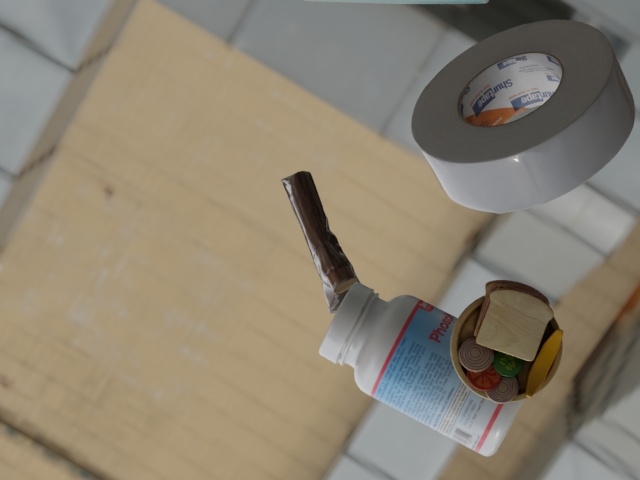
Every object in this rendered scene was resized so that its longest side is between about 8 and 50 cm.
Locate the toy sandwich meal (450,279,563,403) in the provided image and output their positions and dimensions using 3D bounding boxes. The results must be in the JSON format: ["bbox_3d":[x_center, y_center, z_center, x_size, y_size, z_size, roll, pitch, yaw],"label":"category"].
[{"bbox_3d":[0.129,0.071,1.199,0.085,0.086,0.029,32,-177,-1],"label":"toy sandwich meal"}]

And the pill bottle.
[{"bbox_3d":[0.084,0.097,1.384,0.160,0.087,0.087,27,-162,6],"label":"pill bottle"}]

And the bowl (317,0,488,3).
[{"bbox_3d":[0.007,-0.306,1.329,0.311,0.163,0.312,-17,-90,-81],"label":"bowl"}]

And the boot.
[{"bbox_3d":[0.000,0.000,1.518,0.106,0.037,0.114,90,154,-70],"label":"boot"}]

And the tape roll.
[{"bbox_3d":[0.206,-0.128,1.786,0.072,0.219,0.219,58,-177,-34],"label":"tape roll"}]
